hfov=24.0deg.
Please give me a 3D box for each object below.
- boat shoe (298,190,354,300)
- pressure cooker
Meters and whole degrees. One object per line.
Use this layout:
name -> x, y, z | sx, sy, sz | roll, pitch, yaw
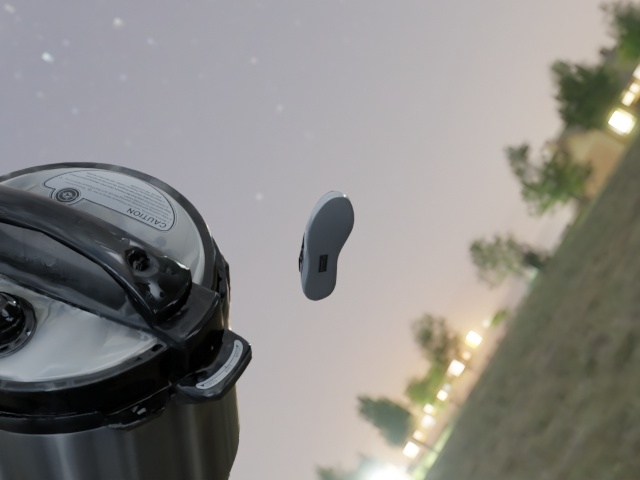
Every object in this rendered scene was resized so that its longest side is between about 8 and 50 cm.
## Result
boat shoe -> 0.000, 0.000, 1.566 | 0.040, 0.049, 0.142 | -113, 27, -45
pressure cooker -> -0.272, 0.119, 1.677 | 0.420, 0.370, 0.375 | 87, 167, -45
